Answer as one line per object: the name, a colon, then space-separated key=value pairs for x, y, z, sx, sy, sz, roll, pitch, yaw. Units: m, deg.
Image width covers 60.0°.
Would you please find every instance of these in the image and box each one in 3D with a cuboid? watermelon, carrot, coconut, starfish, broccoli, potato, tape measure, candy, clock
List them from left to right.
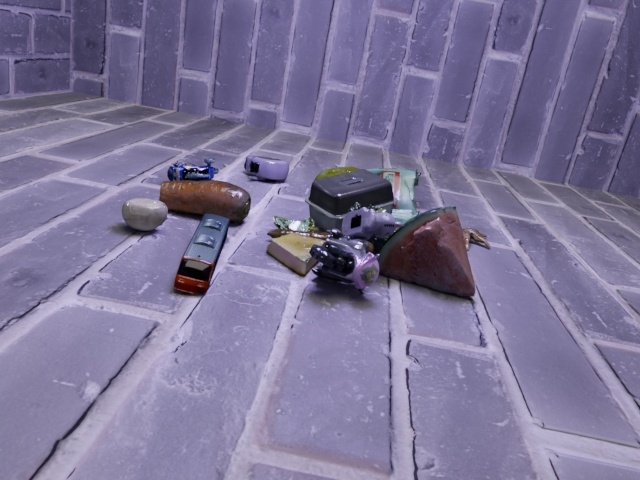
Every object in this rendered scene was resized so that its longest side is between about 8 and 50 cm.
carrot: x=-0.386 y=-0.142 z=1.866 sx=0.302 sy=0.138 sz=0.138 roll=10 pitch=19 yaw=-1
tape measure: x=-0.237 y=-0.319 z=2.485 sx=0.196 sy=0.105 sz=0.178 roll=6 pitch=13 yaw=-15
coconut: x=-0.074 y=-0.044 z=1.853 sx=0.158 sy=0.055 sz=0.133 roll=24 pitch=22 yaw=31
carrot: x=0.000 y=0.001 z=1.757 sx=0.343 sy=0.070 sz=0.070 roll=10 pitch=19 yaw=4
potato: x=0.095 y=-0.204 z=2.200 sx=0.253 sy=0.186 sz=0.148 roll=23 pitch=-21 yaw=19
clock: x=0.146 y=-0.042 z=1.629 sx=0.117 sy=0.079 sz=0.176 roll=13 pitch=-15 yaw=-29
broccoli: x=0.167 y=-0.048 z=1.815 sx=0.167 sy=0.154 sz=0.160 roll=29 pitch=43 yaw=28
candy: x=0.293 y=-0.188 z=2.351 sx=0.263 sy=0.171 sz=0.397 roll=3 pitch=38 yaw=9
watermelon: x=0.353 y=0.029 z=1.683 sx=0.293 sy=0.283 sz=0.250 roll=37 pitch=37 yaw=-1
starfish: x=0.552 y=-0.024 z=2.143 sx=0.236 sy=0.062 sz=0.277 roll=12 pitch=15 yaw=-12

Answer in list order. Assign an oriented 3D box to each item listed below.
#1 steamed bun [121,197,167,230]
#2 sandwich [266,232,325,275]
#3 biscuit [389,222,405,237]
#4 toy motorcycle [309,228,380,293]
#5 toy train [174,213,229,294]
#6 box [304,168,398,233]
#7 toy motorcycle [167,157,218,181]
steamed bun: x=-0.527 y=-0.073 z=1.654 sx=0.130 sy=0.090 sz=0.112 roll=8 pitch=15 yaw=3
sandwich: x=-0.087 y=0.033 z=1.638 sx=0.163 sy=0.058 sz=0.193 roll=13 pitch=21 yaw=13
biscuit: x=0.313 y=-0.023 z=2.027 sx=0.133 sy=0.032 sz=0.250 roll=10 pitch=20 yaw=3
toy motorcycle: x=0.085 y=0.059 z=1.551 sx=0.188 sy=0.143 sz=0.327 roll=23 pitch=7 yaw=12
toy train: x=-0.314 y=0.024 z=1.503 sx=0.086 sy=0.089 sz=0.409 roll=13 pitch=18 yaw=-7
box: x=0.107 y=-0.136 z=1.969 sx=0.291 sy=0.166 sz=0.221 roll=-18 pitch=32 yaw=-30
toy motorcycle: x=-0.504 y=-0.268 z=2.192 sx=0.169 sy=0.113 sz=0.315 roll=0 pitch=11 yaw=-1
